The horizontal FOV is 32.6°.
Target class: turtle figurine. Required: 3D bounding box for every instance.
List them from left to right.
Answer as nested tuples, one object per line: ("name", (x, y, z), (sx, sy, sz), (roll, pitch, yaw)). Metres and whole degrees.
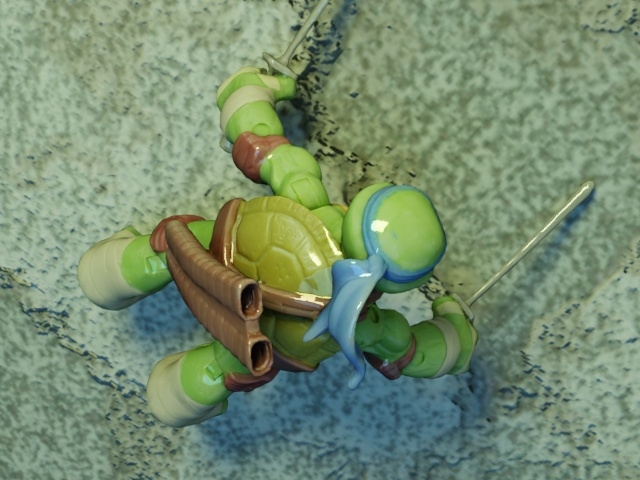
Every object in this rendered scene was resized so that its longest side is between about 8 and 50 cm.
("turtle figurine", (0.000, 0.000, 0.648), (0.198, 0.275, 0.266), (36, 140, -28))
